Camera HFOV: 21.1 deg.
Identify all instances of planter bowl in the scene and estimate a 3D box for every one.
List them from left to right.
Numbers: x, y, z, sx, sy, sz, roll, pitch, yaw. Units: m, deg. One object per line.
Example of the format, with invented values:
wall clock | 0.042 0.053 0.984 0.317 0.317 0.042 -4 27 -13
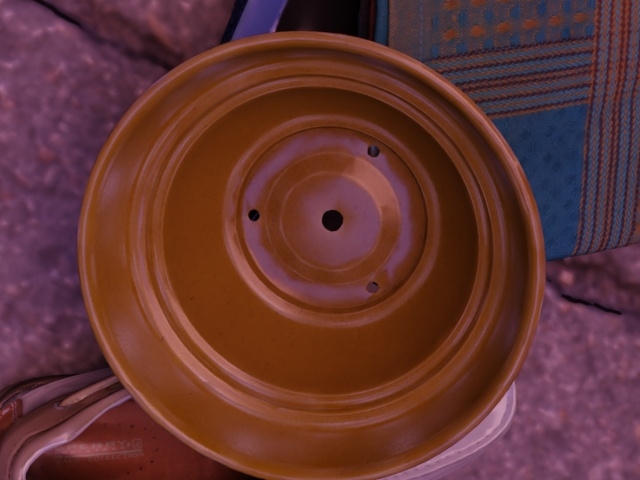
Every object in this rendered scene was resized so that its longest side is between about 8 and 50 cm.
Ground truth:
planter bowl | 0.000 0.000 0.826 0.217 0.090 0.217 2 107 8

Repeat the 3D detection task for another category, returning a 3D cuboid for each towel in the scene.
towel | 0.184 -0.121 0.925 0.370 0.040 0.272 -9 118 -24

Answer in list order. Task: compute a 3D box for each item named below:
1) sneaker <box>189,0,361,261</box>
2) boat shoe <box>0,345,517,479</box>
sneaker | -0.027 -0.048 0.910 0.090 0.081 0.232 23 88 -11
boat shoe | -0.026 0.104 0.909 0.302 0.103 0.113 -10 95 -16
